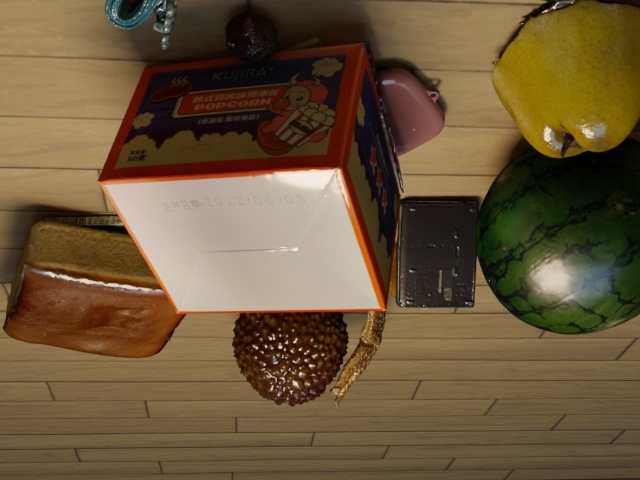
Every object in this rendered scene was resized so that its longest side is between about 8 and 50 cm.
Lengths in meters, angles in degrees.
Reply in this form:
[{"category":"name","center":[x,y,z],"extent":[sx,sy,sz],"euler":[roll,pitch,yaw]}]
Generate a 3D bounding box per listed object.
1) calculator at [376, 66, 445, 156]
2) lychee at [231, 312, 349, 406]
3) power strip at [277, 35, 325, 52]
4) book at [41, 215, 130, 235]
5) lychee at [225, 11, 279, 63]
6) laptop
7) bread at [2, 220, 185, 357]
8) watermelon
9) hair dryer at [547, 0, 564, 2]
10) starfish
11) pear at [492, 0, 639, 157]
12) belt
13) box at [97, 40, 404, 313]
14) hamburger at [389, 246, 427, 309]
[{"category":"calculator","center":[0.042,-0.179,1.504],"extent":[0.329,0.048,0.220],"euler":[-19,144,26]},{"category":"lychee","center":[-0.064,0.233,2.012],"extent":[0.267,0.268,0.267],"euler":[-2,150,-1]},{"category":"power strip","center":[-0.030,-0.270,1.370],"extent":[0.090,0.016,0.040],"euler":[-18,146,25]},{"category":"book","center":[-0.393,0.012,1.823],"extent":[0.264,0.027,0.202],"euler":[-1,151,-4]},{"category":"lychee","center":[-0.096,-0.281,1.294],"extent":[0.083,0.068,0.067],"euler":[-13,137,-43]},{"category":"laptop","center":[0.218,0.026,1.750],"extent":[0.153,0.207,0.026],"euler":[1,-170,-4]},{"category":"bread","center":[-0.427,0.105,1.812],"extent":[0.333,0.143,0.323],"euler":[9,147,-21]},{"category":"watermelon","center":[0.426,-0.011,1.551],"extent":[0.363,0.363,0.363],"euler":[-2,150,-1]},{"category":"hair dryer","center":[0.292,-0.416,1.080],"extent":[0.244,0.116,0.302],"euler":[-12,138,15]},{"category":"starfish","center":[0.098,0.215,1.996],"extent":[0.060,0.302,0.299],"euler":[22,168,7]},{"category":"pear","center":[0.388,-0.207,1.361],"extent":[0.266,0.178,0.267],"euler":[-6,152,-3]},{"category":"belt","center":[-0.208,-0.334,1.204],"extent":[0.100,0.065,0.179],"euler":[23,143,-21]},{"category":"box","center":[-0.081,-0.081,1.379],"extent":[0.348,0.257,0.319],"euler":[-3,138,17]},{"category":"hamburger","center":[0.193,0.060,1.837],"extent":[0.083,0.138,0.147],"euler":[28,101,-36]}]
